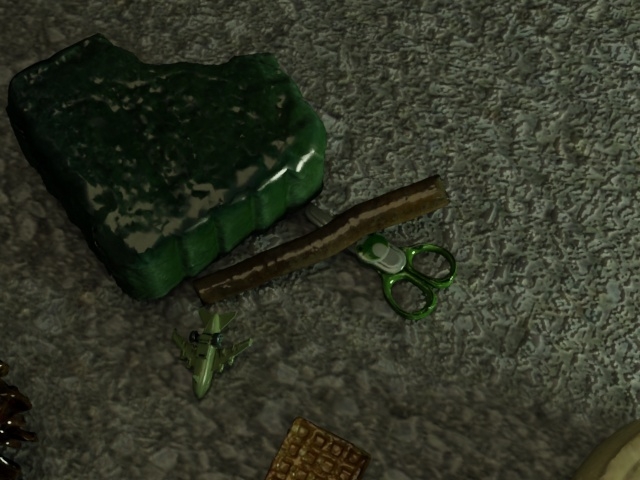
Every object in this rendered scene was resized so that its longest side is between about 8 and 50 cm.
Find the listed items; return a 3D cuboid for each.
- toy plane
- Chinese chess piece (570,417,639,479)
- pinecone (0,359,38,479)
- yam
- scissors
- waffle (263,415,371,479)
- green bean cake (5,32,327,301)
[{"bbox_3d":[-0.134,0.131,1.406,0.102,0.040,0.111,3,63,22],"label":"toy plane"},{"bbox_3d":[0.413,0.344,1.255,0.337,0.140,0.338,0,66,1],"label":"Chinese chess piece"},{"bbox_3d":[-0.450,0.198,1.252,0.242,0.298,0.296,-43,64,13],"label":"pinecone"},{"bbox_3d":[0.000,0.000,1.438,0.326,0.045,0.045,-23,105,-1],"label":"yam"},{"bbox_3d":[0.064,0.014,1.465,0.204,0.027,0.101,32,68,15],"label":"scissors"},{"bbox_3d":[-0.018,0.284,1.334,0.102,0.042,0.148,24,68,12],"label":"waffle"},{"bbox_3d":[-0.183,-0.119,1.451,0.307,0.169,0.300,-32,71,-14],"label":"green bean cake"}]
